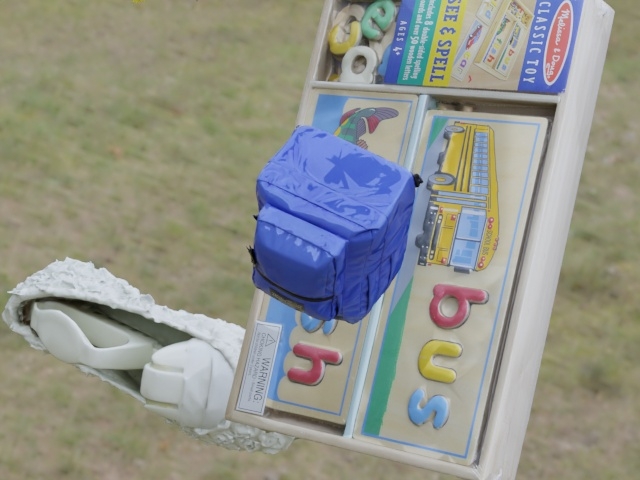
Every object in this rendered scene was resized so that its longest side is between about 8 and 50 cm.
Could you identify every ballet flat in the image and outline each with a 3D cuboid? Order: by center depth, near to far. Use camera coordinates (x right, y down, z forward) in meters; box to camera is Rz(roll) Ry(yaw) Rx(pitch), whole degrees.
[{"bbox_3d":[-0.195,0.139,1.699,0.409,0.147,0.147,21,9,27],"label":"ballet flat"}]

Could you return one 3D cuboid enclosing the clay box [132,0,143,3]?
[{"bbox_3d":[-0.144,-0.266,1.115,0.053,0.127,0.222,-16,34,-10],"label":"clay box"}]

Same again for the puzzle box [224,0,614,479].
[{"bbox_3d":[0.080,-0.015,1.283,0.272,0.409,0.052,8,-9,36],"label":"puzzle box"}]

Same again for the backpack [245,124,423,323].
[{"bbox_3d":[0.000,0.000,0.991,0.098,0.101,0.120,31,-28,18],"label":"backpack"}]
